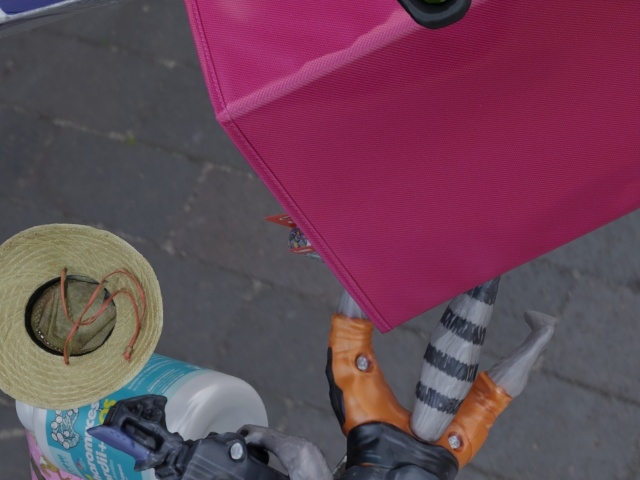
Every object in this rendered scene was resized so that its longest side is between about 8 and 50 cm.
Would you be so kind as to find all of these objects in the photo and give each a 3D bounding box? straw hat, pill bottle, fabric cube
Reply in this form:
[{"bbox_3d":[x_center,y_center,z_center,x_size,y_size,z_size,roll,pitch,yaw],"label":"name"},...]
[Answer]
[{"bbox_3d":[-0.180,0.056,1.076,0.144,0.061,0.144,0,87,7],"label":"straw hat"},{"bbox_3d":[-0.192,0.185,1.495,0.264,0.146,0.146,11,66,38],"label":"pill bottle"},{"bbox_3d":[0.076,-0.145,0.958,0.258,0.254,0.259,-27,48,11],"label":"fabric cube"}]

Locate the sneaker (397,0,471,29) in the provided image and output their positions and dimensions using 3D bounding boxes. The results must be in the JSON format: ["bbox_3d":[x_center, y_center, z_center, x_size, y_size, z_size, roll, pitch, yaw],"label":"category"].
[{"bbox_3d":[0.028,-0.174,0.628,0.067,0.188,0.078,-20,32,11],"label":"sneaker"}]

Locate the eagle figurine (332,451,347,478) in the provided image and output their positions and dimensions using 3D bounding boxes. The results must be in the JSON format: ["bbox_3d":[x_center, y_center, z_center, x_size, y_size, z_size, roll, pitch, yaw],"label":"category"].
[{"bbox_3d":[-0.032,0.326,1.502,0.298,0.226,0.225,-18,80,6],"label":"eagle figurine"}]

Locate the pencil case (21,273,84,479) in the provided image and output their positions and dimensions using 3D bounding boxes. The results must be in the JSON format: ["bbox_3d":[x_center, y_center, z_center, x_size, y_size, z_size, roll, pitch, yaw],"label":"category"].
[{"bbox_3d":[-0.314,0.229,1.881,0.167,0.386,0.160,14,34,25],"label":"pencil case"}]

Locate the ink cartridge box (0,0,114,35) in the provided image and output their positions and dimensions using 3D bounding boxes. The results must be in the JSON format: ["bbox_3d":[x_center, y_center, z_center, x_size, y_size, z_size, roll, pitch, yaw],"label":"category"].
[{"bbox_3d":[-0.293,-0.179,1.149,0.307,0.303,0.072,-18,99,6],"label":"ink cartridge box"}]

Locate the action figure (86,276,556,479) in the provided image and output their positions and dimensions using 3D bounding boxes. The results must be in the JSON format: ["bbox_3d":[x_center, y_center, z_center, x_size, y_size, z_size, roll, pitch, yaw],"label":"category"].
[{"bbox_3d":[0.014,0.161,1.103,0.178,0.341,0.330,-7,61,62],"label":"action figure"}]

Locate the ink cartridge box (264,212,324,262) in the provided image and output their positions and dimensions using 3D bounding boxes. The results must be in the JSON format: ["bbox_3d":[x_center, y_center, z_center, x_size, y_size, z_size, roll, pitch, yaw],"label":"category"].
[{"bbox_3d":[0.000,0.000,1.566,0.063,0.115,0.029,-11,66,48],"label":"ink cartridge box"}]
